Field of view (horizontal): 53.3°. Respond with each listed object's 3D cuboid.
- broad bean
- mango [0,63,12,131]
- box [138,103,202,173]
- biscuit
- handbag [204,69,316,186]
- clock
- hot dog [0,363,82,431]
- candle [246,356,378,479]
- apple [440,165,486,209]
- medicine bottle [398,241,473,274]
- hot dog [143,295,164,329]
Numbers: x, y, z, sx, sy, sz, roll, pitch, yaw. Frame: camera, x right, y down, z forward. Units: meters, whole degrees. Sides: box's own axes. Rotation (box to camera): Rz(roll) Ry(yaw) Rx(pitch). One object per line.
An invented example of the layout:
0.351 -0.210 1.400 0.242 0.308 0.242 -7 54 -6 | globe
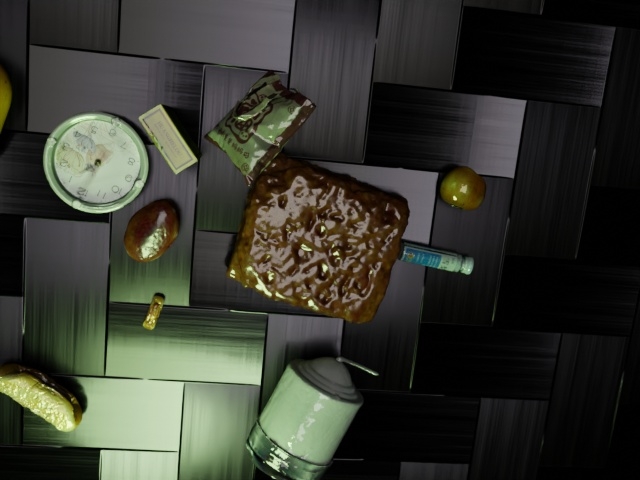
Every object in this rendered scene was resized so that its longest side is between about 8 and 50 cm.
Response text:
-0.404 -0.023 1.529 0.165 0.084 0.114 -42 86 10 | broad bean
-0.788 -0.298 1.405 0.175 0.139 0.254 27 104 -4 | mango
-0.329 -0.228 1.423 0.064 0.220 0.141 -33 104 1 | box
0.000 0.000 1.532 0.395 0.166 0.342 16 101 -10 | biscuit
-0.144 -0.268 1.460 0.235 0.213 0.127 -49 141 7 | handbag
-0.522 -0.184 1.497 0.236 0.053 0.236 -2 103 -8 | clock
-0.690 0.377 1.577 0.242 0.084 0.073 39 91 -11 | hot dog
-0.027 0.425 1.589 0.221 0.221 0.342 27 94 -10 | candle
0.356 -0.128 1.577 0.114 0.099 0.102 23 95 -7 | apple
0.294 0.046 1.628 0.191 0.051 0.051 13 100 -8 | medicine bottle
-0.417 0.182 1.590 0.030 0.034 0.090 21 99 -9 | hot dog
